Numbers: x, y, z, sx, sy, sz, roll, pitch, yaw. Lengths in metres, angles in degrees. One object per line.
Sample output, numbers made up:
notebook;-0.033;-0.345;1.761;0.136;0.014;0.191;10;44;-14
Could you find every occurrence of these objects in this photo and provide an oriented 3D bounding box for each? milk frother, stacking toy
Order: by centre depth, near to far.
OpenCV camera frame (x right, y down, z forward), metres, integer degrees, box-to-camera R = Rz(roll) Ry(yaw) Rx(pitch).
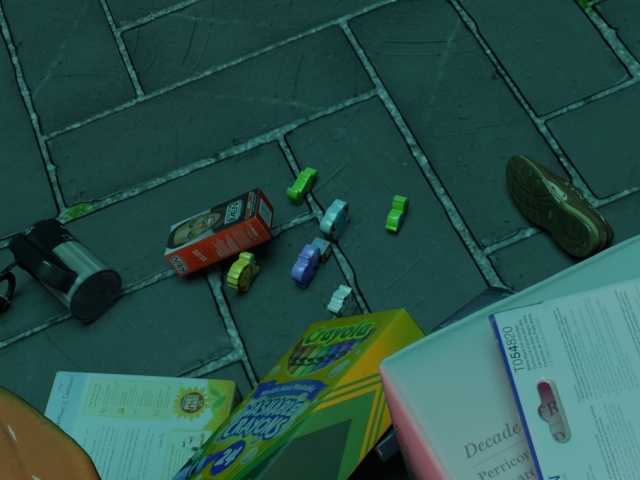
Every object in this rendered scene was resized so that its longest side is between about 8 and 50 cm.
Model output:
stacking toy;0.000;0.000;1.558;0.167;0.052;0.221;19;60;23
milk frother;-0.366;0.065;1.576;0.134;0.129;0.143;37;112;31

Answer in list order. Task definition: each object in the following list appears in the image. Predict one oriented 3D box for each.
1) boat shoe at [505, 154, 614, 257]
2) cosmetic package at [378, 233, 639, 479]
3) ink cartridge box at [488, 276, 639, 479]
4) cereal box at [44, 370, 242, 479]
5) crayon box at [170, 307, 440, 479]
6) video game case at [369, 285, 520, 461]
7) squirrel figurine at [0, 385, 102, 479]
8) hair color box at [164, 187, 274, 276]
boat shoe;0.309;-0.047;1.526;0.060;0.064;0.178;-12;48;-35
cosmetic package;0.302;0.271;1.127;0.327;0.329;0.394;-26;53;-6
ink cartridge box;0.277;0.134;0.996;0.224;0.045;0.223;-13;53;3
cereal box;-0.228;0.248;1.432;0.240;0.047;0.173;2;56;14
crayon box;-0.002;0.185;1.318;0.323;0.083;0.203;-46;15;-28
video game case;0.141;0.146;1.364;0.274;0.026;0.196;-36;12;-13
squirrel figurine;-0.296;0.377;1.205;0.397;0.370;0.281;29;61;-4
hair color box;-0.134;-0.011;1.565;0.141;0.043;0.072;-23;32;18
